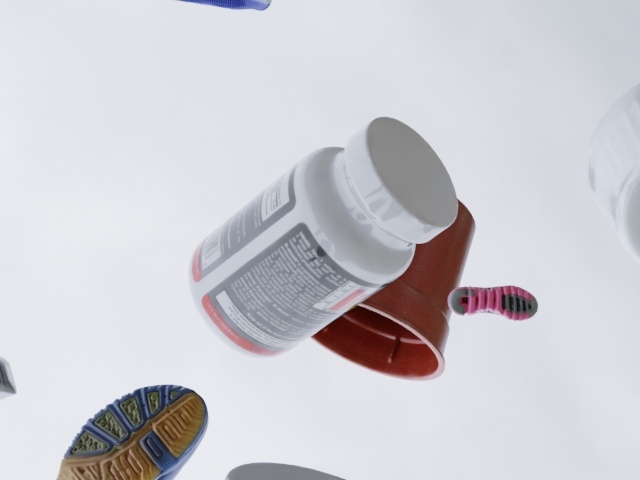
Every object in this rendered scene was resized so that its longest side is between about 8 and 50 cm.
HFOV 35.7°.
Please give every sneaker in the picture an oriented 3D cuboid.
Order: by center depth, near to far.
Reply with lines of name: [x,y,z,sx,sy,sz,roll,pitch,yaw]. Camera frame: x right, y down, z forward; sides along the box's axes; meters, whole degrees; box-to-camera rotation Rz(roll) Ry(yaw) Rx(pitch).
sneaker: [-0.222,0.278,1.074,0.112,0.296,0.131,47,-179,41]
sneaker: [0.224,0.079,1.307,0.057,0.119,0.047,-176,92,-89]

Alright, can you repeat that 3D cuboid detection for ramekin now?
ramekin: [0.495,-0.077,1.284,0.277,0.277,0.135,40,-152,-22]

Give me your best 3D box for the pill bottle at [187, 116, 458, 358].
pill bottle: [0.000,0.000,1.382,0.210,0.363,0.210,31,-140,-30]

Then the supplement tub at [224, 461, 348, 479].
supplement tub: [-0.043,0.407,0.951,0.241,0.331,0.241,18,-174,-2]

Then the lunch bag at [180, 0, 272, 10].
lunch bag: [-0.171,-0.362,0.753,0.386,0.328,0.238,0,-110,-23]

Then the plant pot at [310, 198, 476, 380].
plant pot: [0.123,0.052,1.659,0.272,0.272,0.265,38,-117,-25]

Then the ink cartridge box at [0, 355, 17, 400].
ink cartridge box: [-0.415,0.141,0.872,0.223,0.224,0.045,70,177,-69]
